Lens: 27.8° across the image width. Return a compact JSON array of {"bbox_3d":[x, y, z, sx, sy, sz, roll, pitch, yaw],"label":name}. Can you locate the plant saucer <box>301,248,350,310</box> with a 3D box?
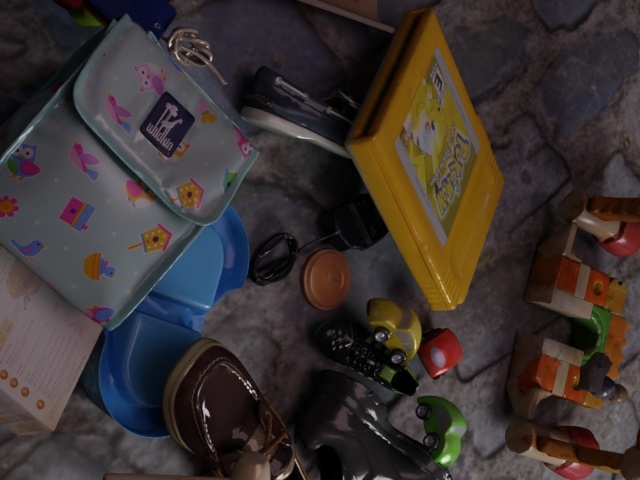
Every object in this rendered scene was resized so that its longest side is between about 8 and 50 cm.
[{"bbox_3d":[0.009,0.053,1.738,0.083,0.013,0.084,-3,95,-41],"label":"plant saucer"}]

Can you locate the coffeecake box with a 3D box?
[{"bbox_3d":[-0.339,0.097,1.381,0.185,0.068,0.142,48,46,-32],"label":"coffeecake box"}]

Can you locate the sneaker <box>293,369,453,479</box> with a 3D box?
[{"bbox_3d":[0.067,0.301,1.755,0.286,0.109,0.130,45,70,-23],"label":"sneaker"}]

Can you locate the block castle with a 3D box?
[{"bbox_3d":[0.482,0.156,1.962,0.212,0.303,0.453,21,79,-40],"label":"block castle"}]

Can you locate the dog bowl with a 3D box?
[{"bbox_3d":[-0.189,0.081,1.530,0.166,0.074,0.297,23,77,-39],"label":"dog bowl"}]

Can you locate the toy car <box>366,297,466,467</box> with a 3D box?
[{"bbox_3d":[0.154,0.193,1.743,0.239,0.053,0.225,30,40,-55],"label":"toy car"}]

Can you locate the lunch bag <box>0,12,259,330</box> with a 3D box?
[{"bbox_3d":[-0.219,-0.076,1.361,0.262,0.160,0.223,-45,111,0],"label":"lunch bag"}]

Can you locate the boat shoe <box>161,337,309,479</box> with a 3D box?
[{"bbox_3d":[-0.080,0.240,1.524,0.123,0.123,0.342,-51,145,-27],"label":"boat shoe"}]

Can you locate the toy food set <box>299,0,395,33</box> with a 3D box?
[{"bbox_3d":[0.033,-0.443,1.684,0.219,0.092,0.306,10,85,-41],"label":"toy food set"}]

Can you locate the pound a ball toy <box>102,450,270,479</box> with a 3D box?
[{"bbox_3d":[-0.189,0.339,1.339,0.319,0.208,0.136,-4,112,-15],"label":"pound a ball toy"}]

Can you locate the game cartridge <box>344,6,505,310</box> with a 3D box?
[{"bbox_3d":[0.155,-0.105,1.754,0.324,0.052,0.285,59,39,-35],"label":"game cartridge"}]

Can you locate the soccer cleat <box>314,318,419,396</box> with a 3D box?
[{"bbox_3d":[0.067,0.159,1.748,0.179,0.072,0.060,32,94,-37],"label":"soccer cleat"}]

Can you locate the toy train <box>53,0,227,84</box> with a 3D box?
[{"bbox_3d":[-0.226,-0.252,1.446,0.248,0.143,0.105,43,73,-39],"label":"toy train"}]

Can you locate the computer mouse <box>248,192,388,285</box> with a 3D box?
[{"bbox_3d":[0.000,0.000,1.717,0.242,0.041,0.071,-25,93,-30],"label":"computer mouse"}]

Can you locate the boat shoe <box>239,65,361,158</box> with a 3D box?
[{"bbox_3d":[0.010,-0.157,1.682,0.254,0.095,0.079,17,92,-31],"label":"boat shoe"}]
